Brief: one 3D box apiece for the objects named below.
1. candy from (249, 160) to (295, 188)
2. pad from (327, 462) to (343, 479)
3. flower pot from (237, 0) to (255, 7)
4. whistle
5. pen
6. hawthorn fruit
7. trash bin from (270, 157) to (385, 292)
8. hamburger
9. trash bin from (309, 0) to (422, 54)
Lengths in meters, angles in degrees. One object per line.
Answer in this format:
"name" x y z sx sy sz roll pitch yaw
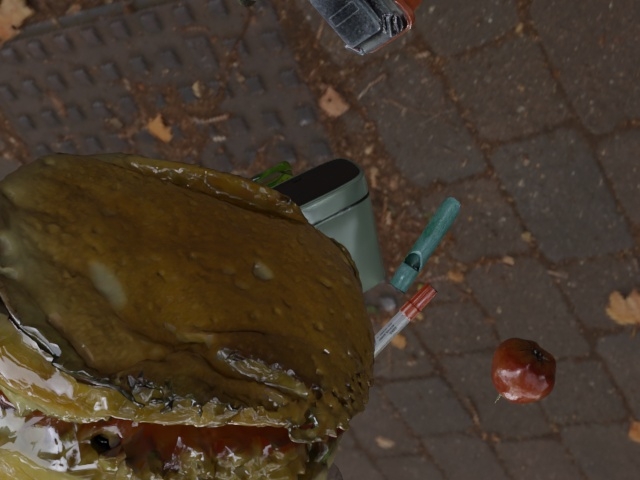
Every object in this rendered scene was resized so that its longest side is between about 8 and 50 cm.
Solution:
"candy" -0.097 -0.098 1.947 0.069 0.149 0.246 60 173 -16
"pad" -0.103 0.257 0.778 0.266 0.176 0.002 4 144 -13
"flower pot" -0.047 -0.540 1.566 0.302 0.302 0.213 -12 109 37
"whistle" 0.184 0.008 1.627 0.039 0.186 0.039 34 179 1
"pen" 0.097 0.160 1.503 0.028 0.239 0.028 44 179 1
"hawthorn fruit" 0.369 0.246 1.743 0.140 0.125 0.125 -27 118 9
"trash bin" 0.000 0.000 0.930 0.059 0.116 0.130 44 155 51
"hamburger" -0.087 0.062 0.530 0.244 0.244 0.163 28 118 3
"trash bin" 0.096 -0.426 1.423 0.184 0.238 0.161 46 157 -13
